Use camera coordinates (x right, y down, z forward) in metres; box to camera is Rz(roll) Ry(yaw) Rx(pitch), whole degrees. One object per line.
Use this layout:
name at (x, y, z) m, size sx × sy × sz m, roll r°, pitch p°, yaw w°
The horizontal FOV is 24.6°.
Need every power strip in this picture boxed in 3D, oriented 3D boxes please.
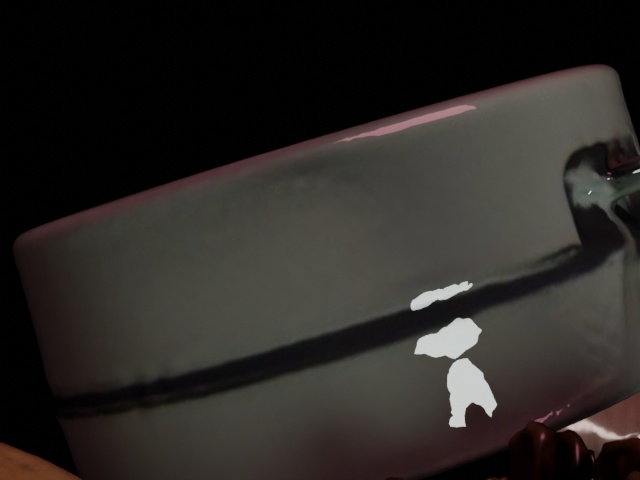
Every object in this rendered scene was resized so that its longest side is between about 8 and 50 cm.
power strip at (0.025, 0.026, 0.783) m, size 0.357 × 0.161 × 0.357 m, roll -16°, pitch 2°, yaw 0°

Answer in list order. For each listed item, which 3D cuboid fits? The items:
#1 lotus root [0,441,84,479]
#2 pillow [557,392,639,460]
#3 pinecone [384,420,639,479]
lotus root at (-0.183, 0.149, 0.614) m, size 0.284 × 0.146 × 0.160 m, roll 14°, pitch 4°, yaw 4°
pillow at (0.139, 0.066, 1.055) m, size 0.236 × 0.084 × 0.223 m, roll 13°, pitch 38°, yaw -4°
pinecone at (0.136, 0.187, 0.597) m, size 0.257 × 0.243 × 0.243 m, roll 26°, pitch 25°, yaw 24°
